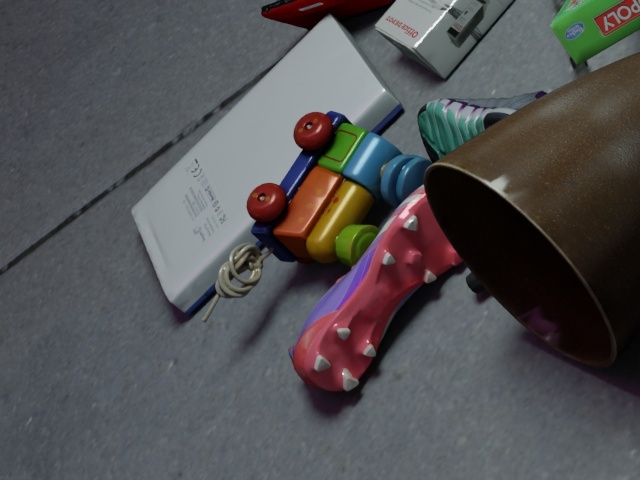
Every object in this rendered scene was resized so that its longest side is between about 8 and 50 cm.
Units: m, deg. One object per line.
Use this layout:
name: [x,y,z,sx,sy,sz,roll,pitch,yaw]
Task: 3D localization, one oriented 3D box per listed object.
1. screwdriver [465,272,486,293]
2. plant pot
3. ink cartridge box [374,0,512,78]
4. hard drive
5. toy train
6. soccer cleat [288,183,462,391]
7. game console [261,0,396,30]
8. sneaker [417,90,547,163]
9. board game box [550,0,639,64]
screwdriver: [0.202,-0.002,1.762,0.170,0.024,0.025,-31,65,17]
plant pot: [0.240,-0.052,1.617,0.230,0.215,0.215,-42,30,-14]
ink cartridge box: [0.134,-0.244,2.058,0.135,0.056,0.099,-49,31,0]
hard drive: [-0.065,-0.087,2.153,0.319,0.040,0.210,-44,32,9]
toy train: [0.000,0.000,1.942,0.143,0.105,0.248,21,73,43]
soccer cleat: [0.058,0.031,1.848,0.248,0.083,0.095,-54,27,-2]
game console: [0.021,-0.294,2.229,0.144,0.124,0.085,-12,74,45]
sneaker: [0.176,-0.102,1.869,0.098,0.083,0.224,-21,15,-20]
board game box: [0.329,-0.271,1.735,0.213,0.046,0.317,-31,11,28]
